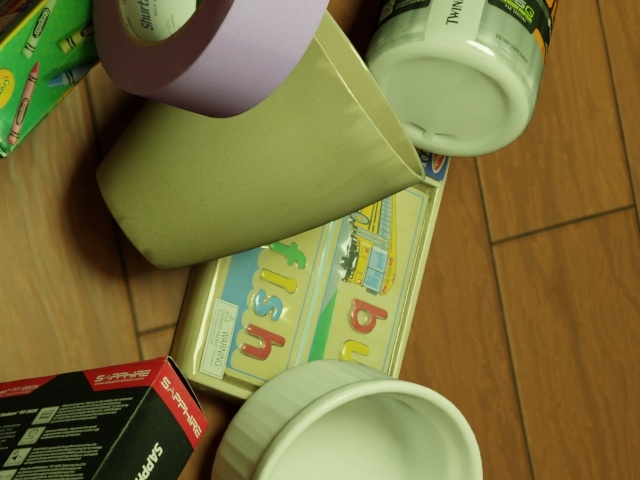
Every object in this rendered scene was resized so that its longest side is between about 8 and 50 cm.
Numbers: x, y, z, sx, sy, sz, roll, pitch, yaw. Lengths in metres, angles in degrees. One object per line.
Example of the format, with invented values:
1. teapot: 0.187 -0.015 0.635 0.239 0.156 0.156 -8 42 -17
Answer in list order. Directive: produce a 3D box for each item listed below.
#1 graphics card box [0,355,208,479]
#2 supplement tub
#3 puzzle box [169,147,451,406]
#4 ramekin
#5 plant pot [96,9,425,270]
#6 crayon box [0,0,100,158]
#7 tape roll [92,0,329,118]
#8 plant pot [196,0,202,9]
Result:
1. graphics card box: -0.275 0.267 1.640 0.094 0.233 0.371 61 36 -27
2. supplement tub: 0.166 -0.264 2.058 0.193 0.193 0.316 38 48 -28
3. puzzle box: 0.000 0.000 2.035 0.272 0.052 0.409 23 74 -33
4. ramekin: 0.020 0.258 1.939 0.277 0.135 0.277 -10 110 -27
5. plant pot: -0.079 -0.096 1.850 0.274 0.256 0.256 -32 111 10
6. crayon box: -0.276 -0.193 1.779 0.081 0.165 0.278 51 61 -23
7. tape roll: -0.095 -0.251 1.642 0.090 0.275 0.274 14 78 -34
8. plant pot: -0.115 -0.340 1.914 0.166 0.165 0.234 -13 103 -36
